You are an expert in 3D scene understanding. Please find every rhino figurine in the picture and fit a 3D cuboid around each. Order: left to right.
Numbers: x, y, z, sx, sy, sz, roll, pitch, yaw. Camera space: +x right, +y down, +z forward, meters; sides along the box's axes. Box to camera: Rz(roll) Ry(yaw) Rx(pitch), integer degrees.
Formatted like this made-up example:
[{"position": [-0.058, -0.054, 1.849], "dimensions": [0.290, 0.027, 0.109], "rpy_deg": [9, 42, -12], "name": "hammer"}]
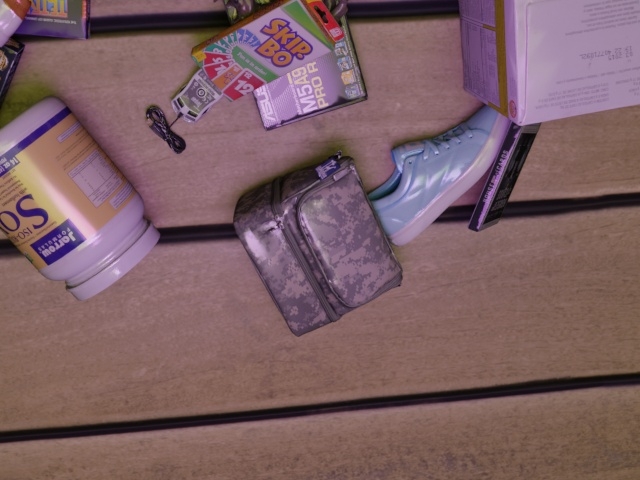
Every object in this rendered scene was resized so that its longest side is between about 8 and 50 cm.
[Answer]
[{"position": [-0.074, -0.415, 1.460], "dimensions": [0.243, 0.073, 0.106], "rpy_deg": [8, 118, -5], "name": "rhino figurine"}]

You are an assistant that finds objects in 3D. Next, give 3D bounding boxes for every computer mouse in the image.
[{"position": [-0.250, -0.268, 1.574], "dimensions": [0.193, 0.042, 0.106], "rpy_deg": [-41, 103, 14], "name": "computer mouse"}]

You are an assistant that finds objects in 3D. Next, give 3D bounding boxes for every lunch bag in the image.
[{"position": [0.000, 0.000, 1.591], "dimensions": [0.256, 0.212, 0.305], "rpy_deg": [-25, 108, 6], "name": "lunch bag"}]

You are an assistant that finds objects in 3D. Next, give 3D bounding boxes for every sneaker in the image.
[{"position": [-0.623, -0.474, 1.414], "dimensions": [0.290, 0.106, 0.123], "rpy_deg": [43, 89, 5], "name": "sneaker"}, {"position": [0.225, -0.157, 1.609], "dimensions": [0.150, 0.135, 0.366], "rpy_deg": [38, 100, -19], "name": "sneaker"}]

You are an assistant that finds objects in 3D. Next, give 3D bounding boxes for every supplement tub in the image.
[{"position": [-0.485, -0.076, 1.507], "dimensions": [0.241, 0.241, 0.331], "rpy_deg": [-35, 108, 6], "name": "supplement tub"}]

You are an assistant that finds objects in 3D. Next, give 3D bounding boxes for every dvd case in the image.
[{"position": [0.372, -0.137, 1.616], "dimensions": [0.030, 0.179, 0.238], "rpy_deg": [25, 107, 20], "name": "dvd case"}]

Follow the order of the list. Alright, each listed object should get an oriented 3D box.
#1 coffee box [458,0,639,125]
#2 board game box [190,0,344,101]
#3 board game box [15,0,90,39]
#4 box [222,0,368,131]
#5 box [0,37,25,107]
[{"position": [0.450, -0.428, 1.434], "dimensions": [0.338, 0.334, 0.338], "rpy_deg": [-10, 111, -4], "name": "coffee box"}, {"position": [-0.095, -0.351, 1.451], "dimensions": [0.259, 0.039, 0.124], "rpy_deg": [-23, 131, 23], "name": "board game box"}, {"position": [-0.513, -0.450, 1.481], "dimensions": [0.170, 0.048, 0.141], "rpy_deg": [3, 107, -7], "name": "board game box"}, {"position": [-0.047, -0.371, 1.548], "dimensions": [0.216, 0.060, 0.270], "rpy_deg": [-17, 109, 0], "name": "box"}, {"position": [-0.671, -0.305, 1.488], "dimensions": [0.175, 0.051, 0.220], "rpy_deg": [26, 117, -14], "name": "box"}]
